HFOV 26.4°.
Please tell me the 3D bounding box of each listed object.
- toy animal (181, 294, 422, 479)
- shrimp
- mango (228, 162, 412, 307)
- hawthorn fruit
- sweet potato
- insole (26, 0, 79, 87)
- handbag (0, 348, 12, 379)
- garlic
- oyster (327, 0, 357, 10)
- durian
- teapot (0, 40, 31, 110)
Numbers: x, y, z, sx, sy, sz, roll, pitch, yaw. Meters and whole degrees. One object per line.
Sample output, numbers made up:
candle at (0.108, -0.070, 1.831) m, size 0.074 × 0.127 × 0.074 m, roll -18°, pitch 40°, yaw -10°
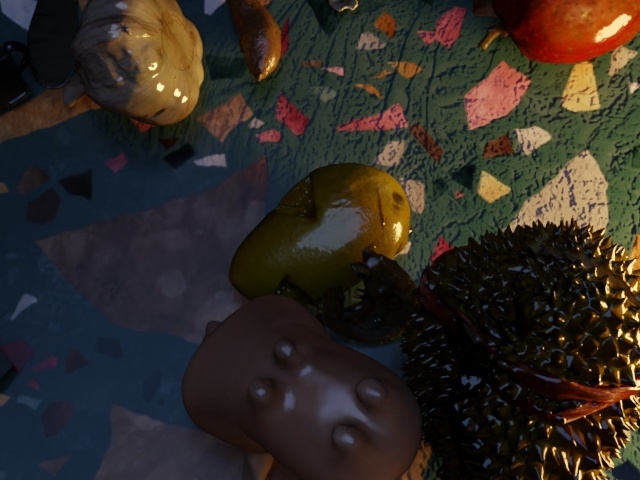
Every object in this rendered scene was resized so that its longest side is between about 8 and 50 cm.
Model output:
toy animal at (-0.019, 0.198, 1.709) m, size 0.326 × 0.269 × 0.237 m, roll 33°, pitch 72°, yaw 20°
shrimp at (0.065, 0.081, 1.801) m, size 0.132 × 0.187 × 0.051 m, roll -29°, pitch 47°, yaw -3°
mango at (0.000, 0.000, 1.851) m, size 0.262 × 0.130 × 0.167 m, roll -38°, pitch 81°, yaw -7°
hawthorn fruit at (0.336, -0.338, 1.933) m, size 0.253 × 0.205 × 0.205 m, roll -30°, pitch 75°, yaw -5°
sweet potato at (-0.096, -0.316, 1.986) m, size 0.068 × 0.068 × 0.226 m, roll -16°, pitch 60°, yaw -6°
insole at (-0.388, -0.330, 2.012) m, size 0.080 × 0.003 × 0.232 m, roll 3°, pitch 72°, yaw 0°
handbag at (-0.515, 0.135, 1.769) m, size 0.144 × 0.057 × 0.221 m, roll -42°, pitch 119°, yaw -16°
garlic at (-0.286, -0.250, 1.908) m, size 0.212 × 0.218 × 0.218 m, roll -18°, pitch 71°, yaw 26°
oyster at (0.027, -0.382, 2.023) m, size 0.051 × 0.034 × 0.093 m, roll -15°, pitch 84°, yaw 11°
durian at (0.258, 0.151, 1.689) m, size 0.347 × 0.347 × 0.384 m, roll 37°, pitch 109°, yaw 10°
teapot at (-0.495, -0.230, 1.942) m, size 0.177 × 0.087 × 0.096 m, roll -35°, pitch 53°, yaw -11°
